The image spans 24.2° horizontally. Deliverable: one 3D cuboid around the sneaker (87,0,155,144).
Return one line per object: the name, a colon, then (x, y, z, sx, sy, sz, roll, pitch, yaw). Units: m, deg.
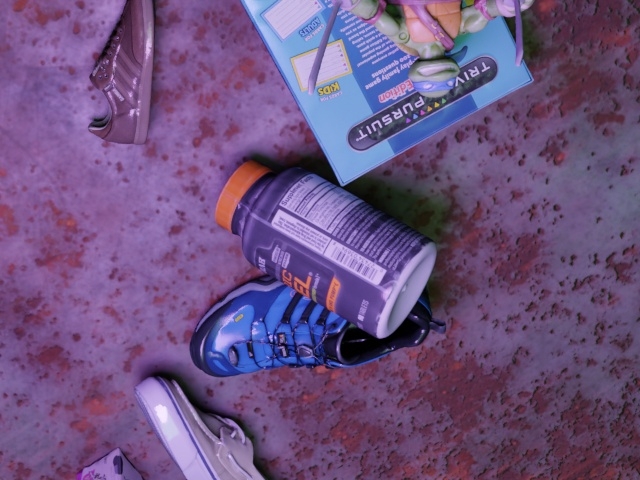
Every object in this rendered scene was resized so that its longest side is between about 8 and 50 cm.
sneaker: (-0.224, -0.197, 1.680, 0.071, 0.066, 0.188, 3, 111, -8)

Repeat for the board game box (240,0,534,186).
board game box: (0.053, -0.267, 1.672, 0.254, 0.079, 0.336, -29, 115, 1)

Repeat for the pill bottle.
pill bottle: (0.000, 0.000, 1.718, 0.246, 0.130, 0.130, 30, 108, 16)

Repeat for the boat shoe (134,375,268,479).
boat shoe: (-0.130, 0.272, 1.875, 0.094, 0.109, 0.302, -35, 122, -10)

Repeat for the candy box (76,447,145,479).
candy box: (-0.213, 0.395, 1.870, 0.071, 0.159, 0.233, -32, 112, 4)

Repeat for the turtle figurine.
turtle figurine: (0.113, -0.282, 1.506, 0.198, 0.275, 0.266, -6, 92, 25)

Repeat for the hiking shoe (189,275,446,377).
hiking shoe: (-0.011, 0.102, 1.793, 0.304, 0.132, 0.113, -17, 113, -1)
